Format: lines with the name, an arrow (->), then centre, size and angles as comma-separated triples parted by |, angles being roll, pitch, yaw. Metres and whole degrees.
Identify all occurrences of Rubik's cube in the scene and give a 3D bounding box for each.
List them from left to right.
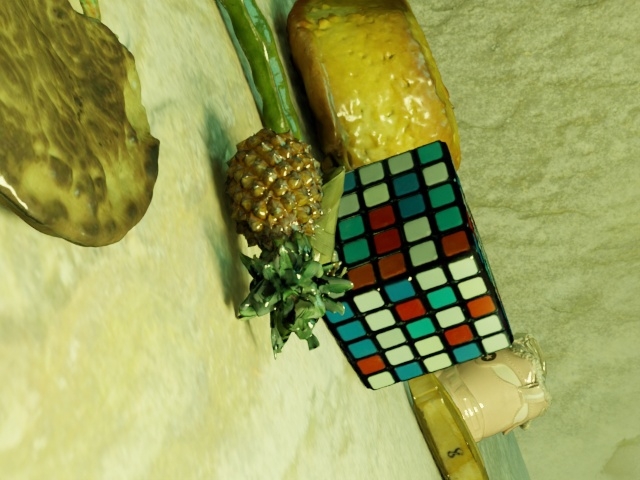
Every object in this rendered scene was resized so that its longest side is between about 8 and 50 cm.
Rubik's cube -> 0.096, 0.031, 1.155 | 0.184, 0.182, 0.187 | 61, 14, -47

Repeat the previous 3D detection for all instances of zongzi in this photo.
zongzi -> 0.000, 0.000, 0.925 | 0.055, 0.119, 0.109 | -15, 86, -39

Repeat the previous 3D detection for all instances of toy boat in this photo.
toy boat -> 0.184, 0.282, 1.496 | 0.088, 0.068, 0.226 | -99, 163, -66

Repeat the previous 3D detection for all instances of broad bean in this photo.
broad bean -> -0.069, -0.199, 1.105 | 0.052, 0.052, 0.256 | -27, 103, -38

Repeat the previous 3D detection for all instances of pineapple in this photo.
pineapple -> -0.032, -0.016, 0.828 | 0.221, 0.083, 0.103 | -101, -152, -42

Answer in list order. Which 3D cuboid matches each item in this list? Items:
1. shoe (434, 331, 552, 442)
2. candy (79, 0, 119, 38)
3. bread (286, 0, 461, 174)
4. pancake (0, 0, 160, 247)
shoe -> 0.290, 0.235, 1.743 | 0.351, 0.198, 0.172 | -73, 144, -71
candy -> -0.139, -0.123, 0.644 | 0.055, 0.049, 0.185 | -16, 93, -50
bread -> 0.084, -0.218, 1.509 | 0.337, 0.204, 0.358 | 60, 16, -27
pancake -> -0.162, -0.140, 0.514 | 0.288, 0.033, 0.286 | 56, 19, -47
